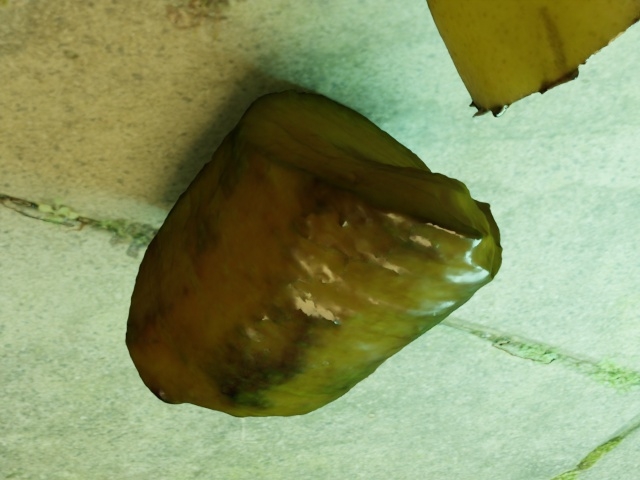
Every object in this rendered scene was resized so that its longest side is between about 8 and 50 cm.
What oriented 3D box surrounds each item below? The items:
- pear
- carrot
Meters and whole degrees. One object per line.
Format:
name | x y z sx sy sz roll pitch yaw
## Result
pear | 0.164 -0.233 0.947 0.267 0.267 0.178 -34 111 26
carrot | 0.000 0.000 1.124 0.241 0.241 0.340 19 134 -31
